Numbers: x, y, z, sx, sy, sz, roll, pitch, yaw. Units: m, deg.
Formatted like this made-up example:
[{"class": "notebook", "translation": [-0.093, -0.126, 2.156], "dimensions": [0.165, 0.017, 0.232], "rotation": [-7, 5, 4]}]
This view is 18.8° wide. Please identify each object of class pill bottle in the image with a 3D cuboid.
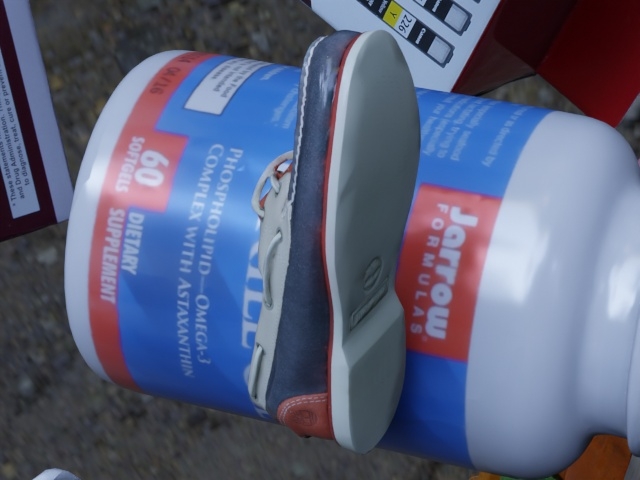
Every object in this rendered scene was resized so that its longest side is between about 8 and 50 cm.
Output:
[{"class": "pill bottle", "translation": [0.037, 0.011, 0.650], "dimensions": [0.221, 0.124, 0.124], "rotation": [10, 67, 19]}]

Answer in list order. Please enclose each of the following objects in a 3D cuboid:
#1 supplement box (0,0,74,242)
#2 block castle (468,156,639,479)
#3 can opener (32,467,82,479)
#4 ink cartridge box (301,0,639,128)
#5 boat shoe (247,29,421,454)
[{"class": "supplement box", "translation": [-0.243, -0.041, 0.876], "dimensions": [0.239, 0.130, 0.073], "rotation": [-18, 23, -20]}, {"class": "block castle", "translation": [0.229, 0.164, 0.976], "dimensions": [0.303, 0.453, 0.213], "rotation": [0, 29, -31]}, {"class": "can opener", "translation": [-0.002, 0.134, 0.411], "dimensions": [0.095, 0.283, 0.076], "rotation": [20, 71, 33]}, {"class": "ink cartridge box", "translation": [0.122, -0.246, 1.181], "dimensions": [0.272, 0.309, 0.130], "rotation": [41, 36, 20]}, {"class": "boat shoe", "translation": [0.000, 0.000, 0.550], "dimensions": [0.043, 0.137, 0.049], "rotation": [21, 39, 27]}]
